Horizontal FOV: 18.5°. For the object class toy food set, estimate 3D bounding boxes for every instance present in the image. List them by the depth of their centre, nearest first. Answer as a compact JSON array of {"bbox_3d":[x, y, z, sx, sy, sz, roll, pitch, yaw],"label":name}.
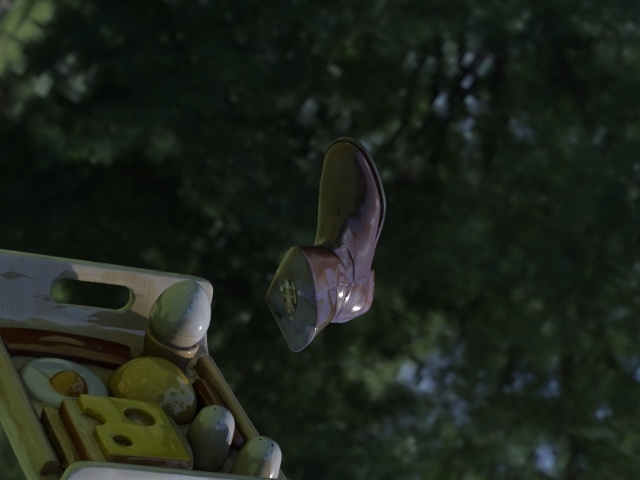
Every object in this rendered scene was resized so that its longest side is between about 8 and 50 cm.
[{"bbox_3d":[-0.134,0.106,1.506,0.306,0.220,0.092,51,-54,53],"label":"toy food set"}]

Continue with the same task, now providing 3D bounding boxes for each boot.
[{"bbox_3d":[0.000,0.000,1.053,0.114,0.037,0.106,-16,102,-68],"label":"boot"}]
